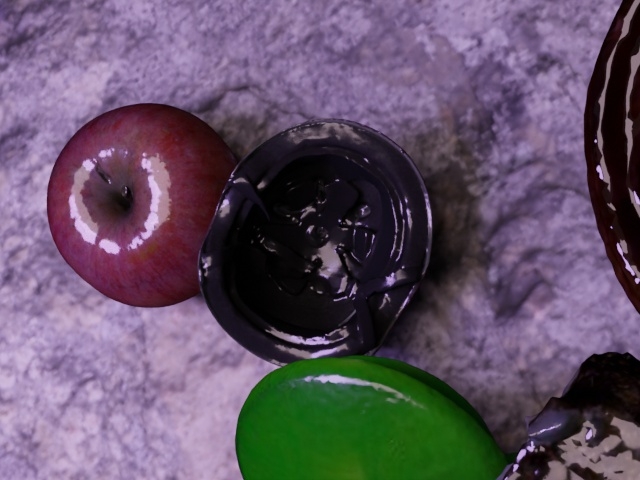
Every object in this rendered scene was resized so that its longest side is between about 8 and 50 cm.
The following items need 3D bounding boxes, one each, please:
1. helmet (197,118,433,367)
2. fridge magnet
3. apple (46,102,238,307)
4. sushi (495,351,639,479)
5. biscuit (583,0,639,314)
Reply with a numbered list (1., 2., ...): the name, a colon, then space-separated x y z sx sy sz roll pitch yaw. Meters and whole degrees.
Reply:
1. helmet: -0.004 0.008 1.376 0.153 0.107 0.177 29 81 1
2. fridge magnet: 0.040 0.158 1.304 0.208 0.088 0.208 15 133 17
3. apple: -0.127 -0.025 1.442 0.153 0.120 0.153 -2 86 24
4. sushi: 0.173 0.246 1.183 0.207 0.234 0.349 30 101 28
5. biscuit: 0.358 -0.073 1.212 0.407 0.091 0.408 -4 81 27
